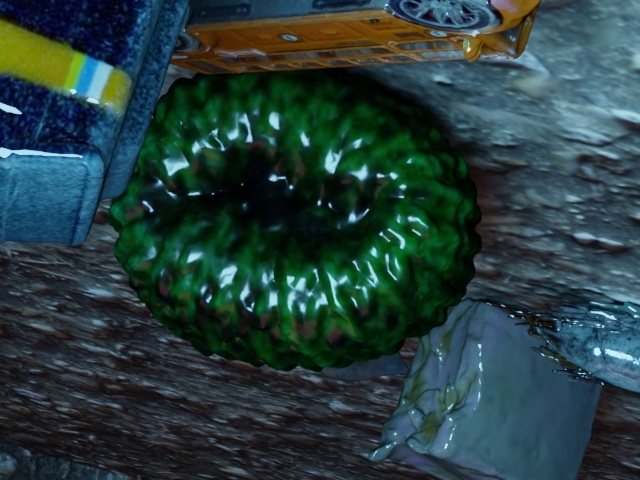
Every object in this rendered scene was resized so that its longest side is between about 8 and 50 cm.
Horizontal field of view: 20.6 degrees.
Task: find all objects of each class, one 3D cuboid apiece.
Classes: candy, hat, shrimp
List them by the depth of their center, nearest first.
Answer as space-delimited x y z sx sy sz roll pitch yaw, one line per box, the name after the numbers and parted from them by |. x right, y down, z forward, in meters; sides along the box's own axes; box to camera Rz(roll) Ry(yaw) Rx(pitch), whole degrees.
0.000 0.000 1.401 0.274 0.242 0.332 26 178 18 | hat
0.262 0.090 1.638 0.232 0.079 0.090 18 126 8 | shrimp
0.173 0.172 1.780 0.195 0.185 0.137 29 164 -29 | candy

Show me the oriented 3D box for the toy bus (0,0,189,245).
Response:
-0.151 -0.170 0.882 0.194 0.323 0.162 18 162 -7 | toy bus

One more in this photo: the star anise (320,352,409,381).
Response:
-0.028 0.058 1.769 0.315 0.108 0.315 15 159 6 | star anise

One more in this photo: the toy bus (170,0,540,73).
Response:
0.018 -0.172 1.013 0.329 0.143 0.153 0 164 41 | toy bus
